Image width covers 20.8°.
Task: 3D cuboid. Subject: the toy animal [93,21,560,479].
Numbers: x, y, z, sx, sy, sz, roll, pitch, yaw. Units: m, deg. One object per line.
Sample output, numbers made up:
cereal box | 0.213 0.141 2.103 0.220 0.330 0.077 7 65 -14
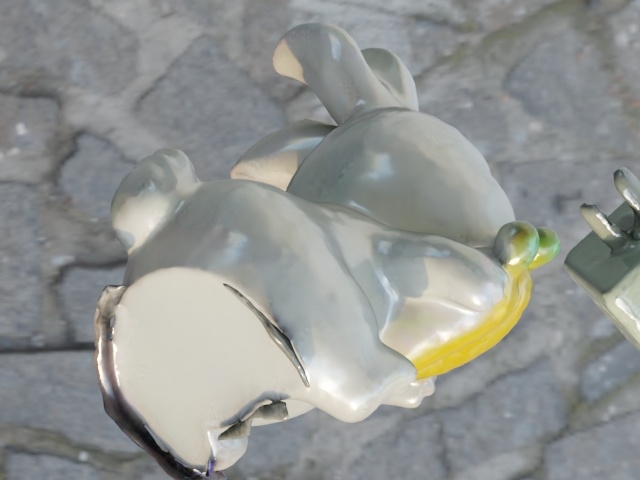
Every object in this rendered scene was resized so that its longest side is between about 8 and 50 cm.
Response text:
toy animal | 0.004 0.005 1.078 0.247 0.182 0.310 31 44 15

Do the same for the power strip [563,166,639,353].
power strip | 0.314 0.025 1.573 0.139 0.140 0.224 -42 105 4
